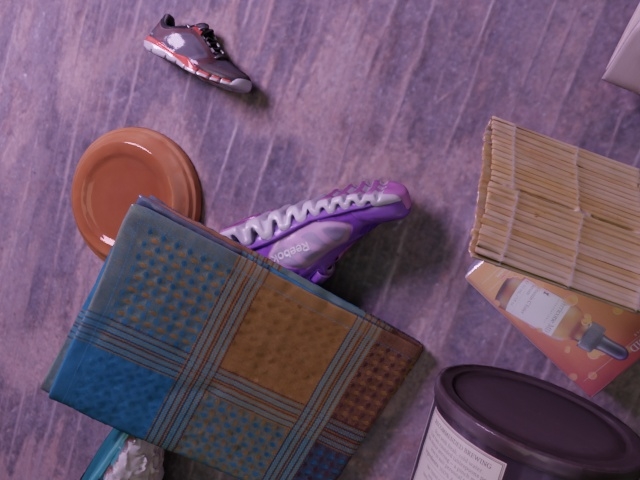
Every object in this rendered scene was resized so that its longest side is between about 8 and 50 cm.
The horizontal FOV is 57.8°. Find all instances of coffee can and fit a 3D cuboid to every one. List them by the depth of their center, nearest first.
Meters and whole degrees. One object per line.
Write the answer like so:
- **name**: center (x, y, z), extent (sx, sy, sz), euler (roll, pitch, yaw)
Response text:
- **coffee can**: center (0.182, 0.295, 0.595), extent (0.202, 0.201, 0.275), euler (17, 101, 15)

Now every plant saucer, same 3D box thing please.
- **plant saucer**: center (-0.257, -0.053, 0.782), extent (0.200, 0.037, 0.199), euler (2, 96, 18)

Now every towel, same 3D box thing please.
- **towel**: center (-0.100, 0.146, 0.678), extent (0.370, 0.040, 0.271), euler (28, 103, -13)

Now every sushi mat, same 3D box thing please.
- **sushi mat**: center (0.292, -0.002, 0.536), extent (0.317, 0.019, 0.151), euler (19, 64, -5)

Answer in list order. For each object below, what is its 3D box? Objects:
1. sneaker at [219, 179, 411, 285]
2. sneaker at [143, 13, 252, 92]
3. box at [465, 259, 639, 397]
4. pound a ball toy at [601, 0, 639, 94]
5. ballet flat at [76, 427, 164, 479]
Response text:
- **sneaker**: center (0.000, 0.000, 0.684), extent (0.237, 0.095, 0.104), euler (-16, 97, 23)
- **sneaker**: center (-0.147, -0.236, 0.718), extent (0.158, 0.061, 0.064), euler (29, 97, 12)
- **box**: center (0.259, 0.048, 0.602), extent (0.170, 0.091, 0.130), euler (44, 106, 9)
- **pound a ball toy**: center (0.453, -0.175, 0.516), extent (0.319, 0.135, 0.208), euler (27, 78, 13)
- **ballet flat**: center (-0.303, 0.381, 0.811), extent (0.147, 0.147, 0.409), euler (43, 109, 9)
